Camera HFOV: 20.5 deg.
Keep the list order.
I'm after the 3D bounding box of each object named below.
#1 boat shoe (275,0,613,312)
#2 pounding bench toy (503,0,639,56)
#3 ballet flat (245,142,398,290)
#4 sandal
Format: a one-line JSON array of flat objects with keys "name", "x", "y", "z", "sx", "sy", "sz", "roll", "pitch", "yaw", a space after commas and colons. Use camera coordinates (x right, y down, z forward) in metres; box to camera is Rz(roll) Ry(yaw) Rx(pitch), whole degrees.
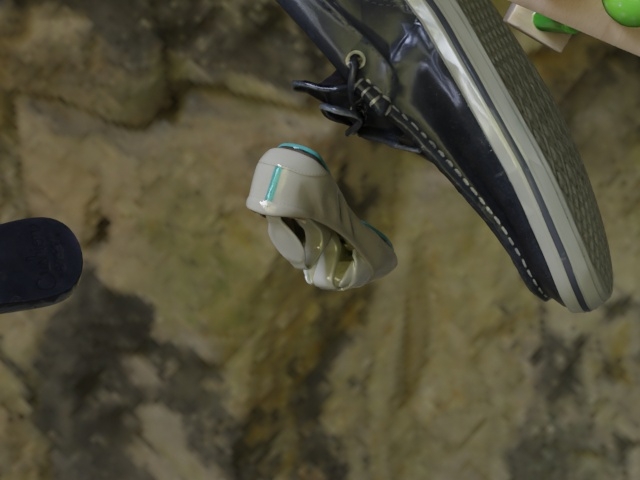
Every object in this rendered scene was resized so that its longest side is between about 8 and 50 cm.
[{"name": "boat shoe", "x": 0.066, "y": -0.143, "z": 1.430, "sx": 0.156, "sy": 0.500, "sz": 0.187, "roll": -36, "pitch": -2, "yaw": 17}, {"name": "pounding bench toy", "x": 0.074, "y": -0.076, "z": 0.477, "sx": 0.065, "sy": 0.052, "sz": 0.083, "roll": -71, "pitch": 4, "yaw": -57}, {"name": "ballet flat", "x": 0.000, "y": 0.000, "z": 1.618, "sx": 0.086, "sy": 0.086, "sz": 0.248, "roll": -47, "pitch": -36, "yaw": -3}, {"name": "sandal", "x": -0.314, "y": 0.035, "z": 1.403, "sx": 0.254, "sy": 0.097, "sz": 0.054, "roll": -22, "pitch": -16, "yaw": -18}]
